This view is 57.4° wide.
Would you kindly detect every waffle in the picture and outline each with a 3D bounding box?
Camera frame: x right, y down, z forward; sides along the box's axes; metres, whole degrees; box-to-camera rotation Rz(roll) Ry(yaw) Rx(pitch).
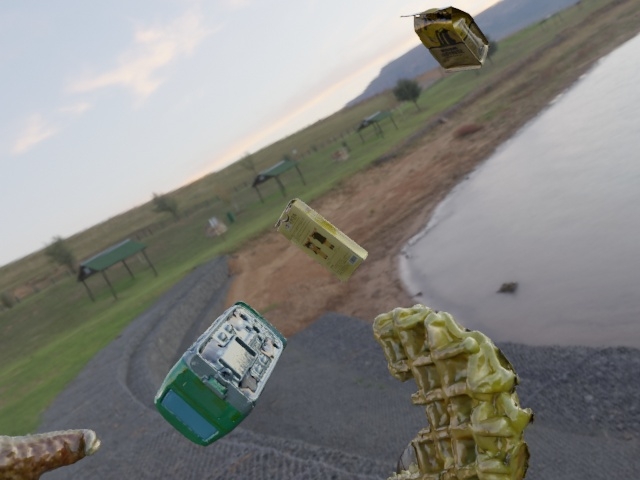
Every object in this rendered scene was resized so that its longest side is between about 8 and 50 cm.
[{"bbox_3d":[0.093,0.147,0.441,0.051,0.194,0.149,-8,19,-27],"label":"waffle"}]

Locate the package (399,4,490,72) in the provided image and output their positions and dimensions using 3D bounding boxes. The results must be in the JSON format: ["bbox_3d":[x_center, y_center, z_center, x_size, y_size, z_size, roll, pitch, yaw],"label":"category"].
[{"bbox_3d":[0.181,-0.299,0.839,0.071,0.131,0.047,12,73,51],"label":"package"}]

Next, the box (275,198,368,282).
[{"bbox_3d":[0.000,0.000,0.931,0.020,0.149,0.073,-50,-3,-44],"label":"box"}]

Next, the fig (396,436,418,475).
[{"bbox_3d":[0.121,0.231,0.572,0.098,0.084,0.082,-1,-40,-45],"label":"fig"}]

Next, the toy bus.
[{"bbox_3d":[-0.220,0.297,1.314,0.199,0.183,0.343,-48,1,15],"label":"toy bus"}]

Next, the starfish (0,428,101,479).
[{"bbox_3d":[-0.351,0.208,0.424,0.327,0.375,0.094,10,-16,-3],"label":"starfish"}]
